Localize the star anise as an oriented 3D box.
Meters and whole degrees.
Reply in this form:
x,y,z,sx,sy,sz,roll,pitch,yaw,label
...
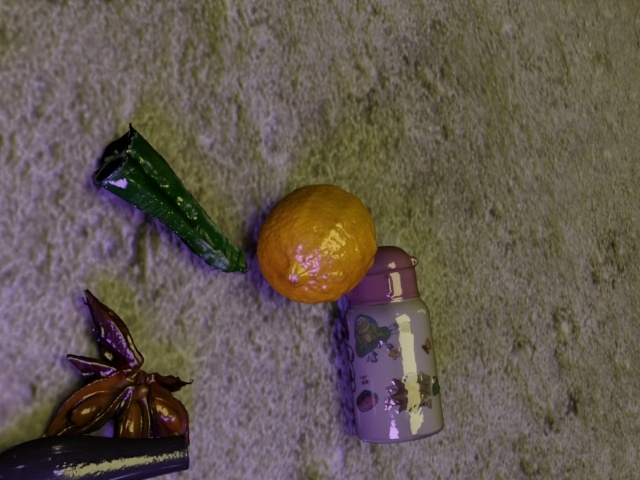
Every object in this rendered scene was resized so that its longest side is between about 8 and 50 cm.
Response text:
x,y,z,sx,sy,sz,roll,pitch,yaw,label
-0.214,0.173,0.908,0.212,0.053,0.157,51,54,-27,star anise

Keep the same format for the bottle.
x,y,z,sx,sy,sz,roll,pitch,yaw,label
0.090,0.134,1.148,0.120,0.120,0.253,-6,86,-42,bottle

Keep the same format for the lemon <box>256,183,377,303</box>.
x,y,z,sx,sy,sz,roll,pitch,yaw,label
0.000,0.000,1.067,0.187,0.142,0.142,-39,110,-52,lemon

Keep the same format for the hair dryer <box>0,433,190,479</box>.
x,y,z,sx,sy,sz,roll,pitch,yaw,label
-0.227,0.294,0.860,0.195,0.075,0.219,-4,106,-14,hair dryer

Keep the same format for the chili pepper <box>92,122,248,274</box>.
x,y,z,sx,sy,sz,roll,pitch,yaw,label
-0.156,-0.030,0.990,0.227,0.059,0.088,44,45,-33,chili pepper
